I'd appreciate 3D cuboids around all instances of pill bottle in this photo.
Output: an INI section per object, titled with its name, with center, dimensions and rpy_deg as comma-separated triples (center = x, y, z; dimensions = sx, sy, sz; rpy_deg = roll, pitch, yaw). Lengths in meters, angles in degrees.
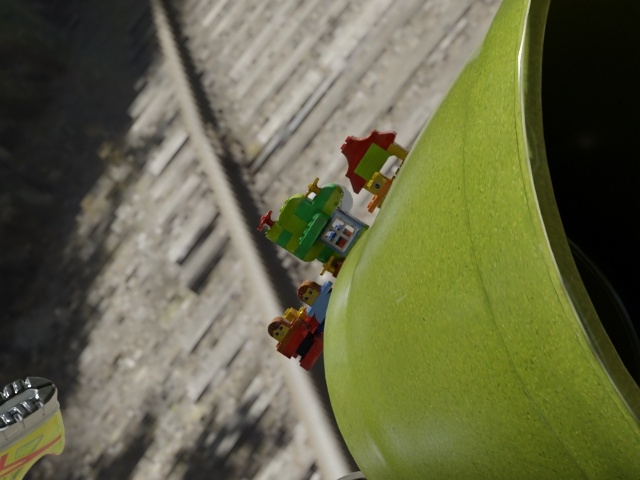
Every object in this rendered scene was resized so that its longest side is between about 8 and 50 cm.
[pill bottle]
center = 0.002, -0.027, 1.940
dimensions = 0.065, 0.065, 0.116
rpy_deg = -64, 3, -31

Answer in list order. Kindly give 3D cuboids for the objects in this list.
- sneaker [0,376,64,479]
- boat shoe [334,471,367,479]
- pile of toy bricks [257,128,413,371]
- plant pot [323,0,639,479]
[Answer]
[sneaker]
center = -0.339, 0.226, 1.500
dimensions = 0.209, 0.094, 0.081
rpy_deg = -29, 38, -17
[boat shoe]
center = 0.039, 0.261, 1.392
dimensions = 0.075, 0.065, 0.206
rpy_deg = -39, -24, 12
[pile of toy bricks]
center = 0.000, 0.000, 1.291
dimensions = 0.212, 0.105, 0.118
rpy_deg = -58, -1, 15
[plant pot]
center = 0.176, 0.026, 0.789
dimensions = 0.366, 0.366, 0.353
rpy_deg = -62, 11, -27
